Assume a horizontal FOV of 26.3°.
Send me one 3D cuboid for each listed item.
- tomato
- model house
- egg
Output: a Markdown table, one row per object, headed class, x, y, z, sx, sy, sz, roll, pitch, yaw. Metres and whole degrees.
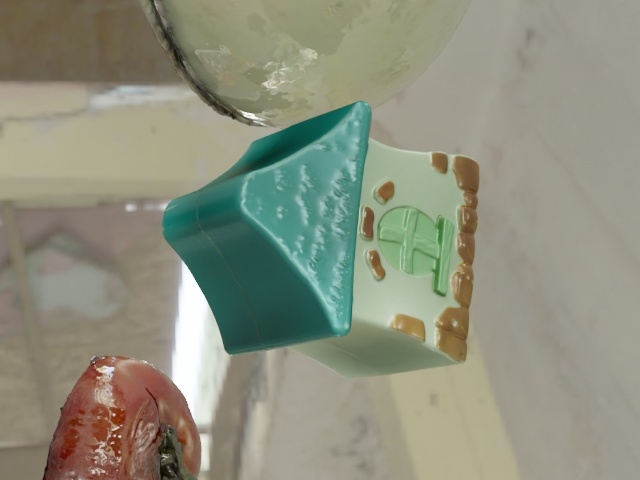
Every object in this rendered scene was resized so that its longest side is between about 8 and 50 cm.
| class | x | y | z | sx | sy | sz | roll | pitch | yaw |
| --- | --- | --- | --- | --- | --- | --- | --- | --- | --- |
| tomato | -0.177 | 0.223 | 1.324 | 0.228 | 0.101 | 0.228 | 4 | 90 | -66 |
| model house | 0.000 | 0.000 | 0.736 | 0.100 | 0.149 | 0.127 | -17 | -118 | 50 |
| egg | 0.029 | -0.193 | 0.861 | 0.286 | 0.174 | 0.264 | 42 | 66 | -52 |
